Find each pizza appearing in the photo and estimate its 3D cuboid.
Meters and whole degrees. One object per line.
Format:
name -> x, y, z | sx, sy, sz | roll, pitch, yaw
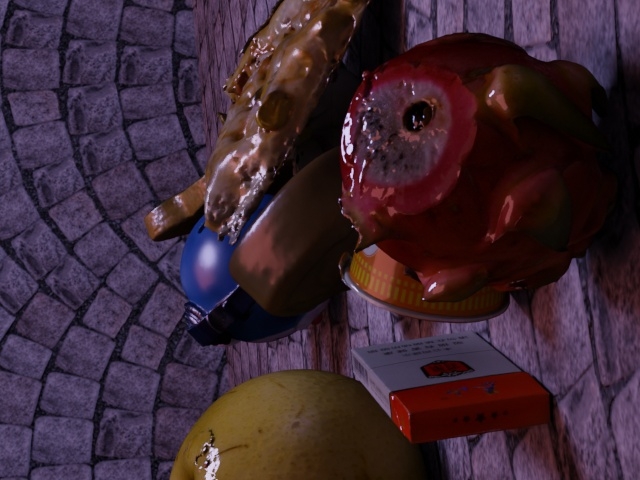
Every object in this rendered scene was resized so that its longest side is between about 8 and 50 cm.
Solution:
pizza -> -0.057, -0.218, 1.997 | 0.435, 0.080, 0.392 | -60, 13, 3

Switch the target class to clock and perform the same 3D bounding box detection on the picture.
clock -> 0.011, -0.146, 2.057 | 0.144, 0.103, 0.231 | 110, 156, -84

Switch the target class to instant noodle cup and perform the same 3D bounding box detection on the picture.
instant noodle cup -> 0.114, -0.040, 1.452 | 0.168, 0.168, 0.185 | -118, 34, -64

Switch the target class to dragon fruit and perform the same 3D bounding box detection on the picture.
dragon fruit -> 0.126, -0.054, 1.203 | 0.224, 0.227, 0.224 | -8, 78, 44

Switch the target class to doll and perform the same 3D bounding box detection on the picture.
doll -> -0.105, 0.048, 2.385 | 0.240, 0.284, 0.310 | 44, 170, -11

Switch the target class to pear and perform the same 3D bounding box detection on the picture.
pear -> -0.026, 0.324, 1.887 | 0.348, 0.348, 0.348 | 176, 90, -79

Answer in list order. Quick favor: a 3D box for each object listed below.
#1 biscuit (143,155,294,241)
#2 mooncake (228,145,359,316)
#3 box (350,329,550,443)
biscuit -> -0.155, -0.080, 2.493 | 0.057, 0.287, 0.344 | 63, 169, 8
mooncake -> 0.000, 0.000, 1.873 | 0.117, 0.235, 0.235 | 44, 156, 14
box -> 0.121, 0.138, 1.500 | 0.245, 0.139, 0.035 | -136, 39, -76
